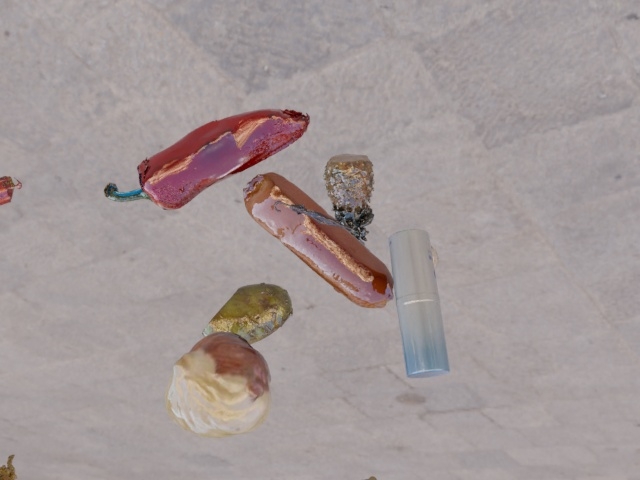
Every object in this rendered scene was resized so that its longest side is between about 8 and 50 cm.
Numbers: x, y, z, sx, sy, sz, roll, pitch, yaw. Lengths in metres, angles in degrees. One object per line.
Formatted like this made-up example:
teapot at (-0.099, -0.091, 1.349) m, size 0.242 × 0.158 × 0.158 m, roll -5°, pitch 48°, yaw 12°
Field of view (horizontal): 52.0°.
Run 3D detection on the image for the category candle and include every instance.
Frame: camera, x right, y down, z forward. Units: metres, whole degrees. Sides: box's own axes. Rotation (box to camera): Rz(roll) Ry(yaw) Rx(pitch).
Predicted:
candle at (-0.625, -0.084, 1.226) m, size 0.131 × 0.052 × 0.052 m, roll -25°, pitch 157°, yaw -26°

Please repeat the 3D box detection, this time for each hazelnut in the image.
hazelnut at (-0.241, 0.335, 1.527) m, size 0.261 × 0.261 × 0.241 m, roll -13°, pitch 146°, yaw 30°

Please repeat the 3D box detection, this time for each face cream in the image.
face cream at (0.170, 0.109, 1.140) m, size 0.077 × 0.250 × 0.077 m, roll -4°, pitch 160°, yaw -2°

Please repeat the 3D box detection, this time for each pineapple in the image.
pineapple at (0.080, -0.086, 1.874) m, size 0.141 × 0.170 × 0.309 m, roll 10°, pitch 113°, yaw 33°

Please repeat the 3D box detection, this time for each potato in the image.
potato at (-0.228, 0.233, 2.039) m, size 0.298 × 0.176 × 0.141 m, roll -23°, pitch 159°, yaw -20°

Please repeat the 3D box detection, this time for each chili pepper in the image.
chili pepper at (-0.198, -0.137, 1.128) m, size 0.388 × 0.110 × 0.110 m, roll -26°, pitch 137°, yaw 7°

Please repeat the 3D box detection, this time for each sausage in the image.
sausage at (-0.001, 0.000, 1.250) m, size 0.348 × 0.094 × 0.097 m, roll 42°, pitch 115°, yaw -1°

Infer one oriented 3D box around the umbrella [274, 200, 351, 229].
umbrella at (-0.010, -0.039, 0.990) m, size 0.122 × 0.022 × 0.013 m, roll 15°, pitch -172°, yaw -6°

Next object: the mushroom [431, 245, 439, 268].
mushroom at (0.246, 0.048, 1.595) m, size 0.084 × 0.067 × 0.083 m, roll -7°, pitch 112°, yaw -18°

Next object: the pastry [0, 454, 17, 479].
pastry at (-0.751, 0.541, 1.372) m, size 0.250 × 0.102 × 0.154 m, roll -17°, pitch 159°, yaw -39°

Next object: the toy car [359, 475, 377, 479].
toy car at (0.128, 0.737, 1.811) m, size 0.200 × 0.142 × 0.248 m, roll -42°, pitch 144°, yaw -2°
